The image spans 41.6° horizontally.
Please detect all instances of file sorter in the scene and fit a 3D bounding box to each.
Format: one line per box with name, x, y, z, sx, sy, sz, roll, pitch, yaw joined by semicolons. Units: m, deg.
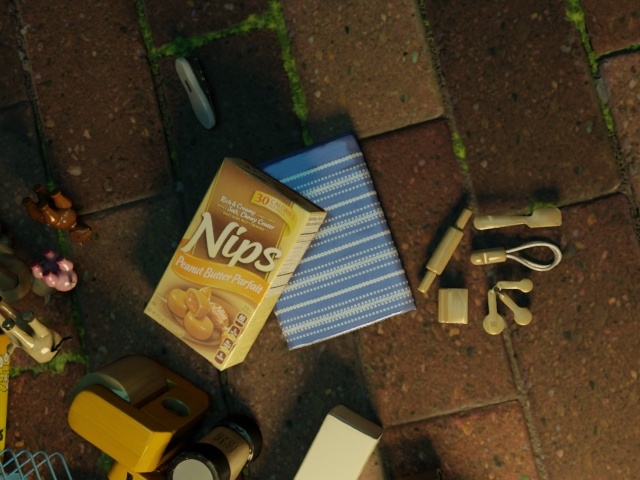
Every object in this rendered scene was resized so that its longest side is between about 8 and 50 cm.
file sorter;-0.522;0.427;1.446;0.104;0.170;0.118;-39;61;11

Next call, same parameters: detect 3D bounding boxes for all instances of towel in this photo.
towel;0.000;0.000;1.477;0.243;0.040;0.335;-20;85;8

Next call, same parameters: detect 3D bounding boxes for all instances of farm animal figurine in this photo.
farm animal figurine;-0.539;0.081;1.490;0.327;0.172;0.330;-9;50;14

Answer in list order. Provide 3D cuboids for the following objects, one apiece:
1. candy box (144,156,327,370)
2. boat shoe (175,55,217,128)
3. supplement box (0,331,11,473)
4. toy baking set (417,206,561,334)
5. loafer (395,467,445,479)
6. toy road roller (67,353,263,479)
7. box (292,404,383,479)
candy box;-0.148;0.038;1.441;0.183;0.087;0.316;33;105;15
boat shoe;-0.216;-0.271;1.525;0.040;0.049;0.142;-23;87;-29
supplement box;-0.700;0.340;1.510;0.195;0.194;0.356;2;88;12
toy baking set;0.289;0.038;1.418;0.197;0.030;0.256;26;92;9
loafer;0.240;0.523;1.344;0.130;0.134;0.366;-38;81;7
toy road roller;-0.284;0.374;1.429;0.330;0.202;0.240;33;105;10
box;-0.001;0.421;1.411;0.094;0.113;0.275;28;94;11
